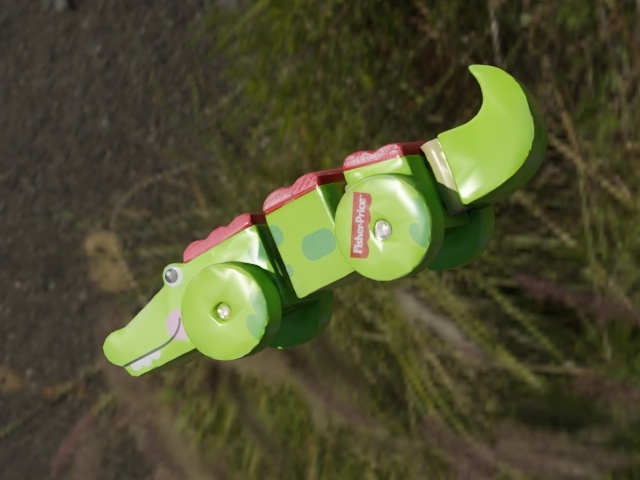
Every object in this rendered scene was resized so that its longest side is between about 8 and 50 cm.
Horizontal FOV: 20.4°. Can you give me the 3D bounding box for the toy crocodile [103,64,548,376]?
[{"bbox_3d":[0.000,0.000,1.161,0.340,0.115,0.105,-28,81,27],"label":"toy crocodile"}]
